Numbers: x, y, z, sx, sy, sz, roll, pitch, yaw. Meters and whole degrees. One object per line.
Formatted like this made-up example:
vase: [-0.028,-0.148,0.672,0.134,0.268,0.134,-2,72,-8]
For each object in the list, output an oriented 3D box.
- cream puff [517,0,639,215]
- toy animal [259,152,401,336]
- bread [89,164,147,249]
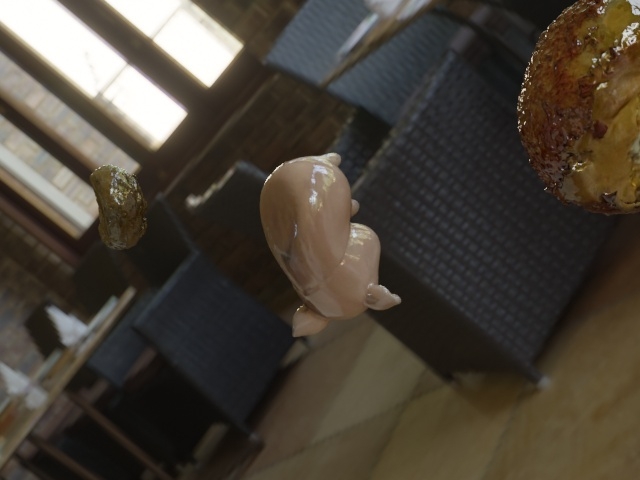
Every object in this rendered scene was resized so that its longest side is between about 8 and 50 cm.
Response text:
cream puff: [0.415,-0.202,1.655,0.350,0.350,0.228,-51,34,0]
toy animal: [0.004,-0.001,1.710,0.166,0.250,0.154,-22,3,42]
bread: [-0.258,-0.040,1.532,0.060,0.113,0.082,-16,33,-24]
